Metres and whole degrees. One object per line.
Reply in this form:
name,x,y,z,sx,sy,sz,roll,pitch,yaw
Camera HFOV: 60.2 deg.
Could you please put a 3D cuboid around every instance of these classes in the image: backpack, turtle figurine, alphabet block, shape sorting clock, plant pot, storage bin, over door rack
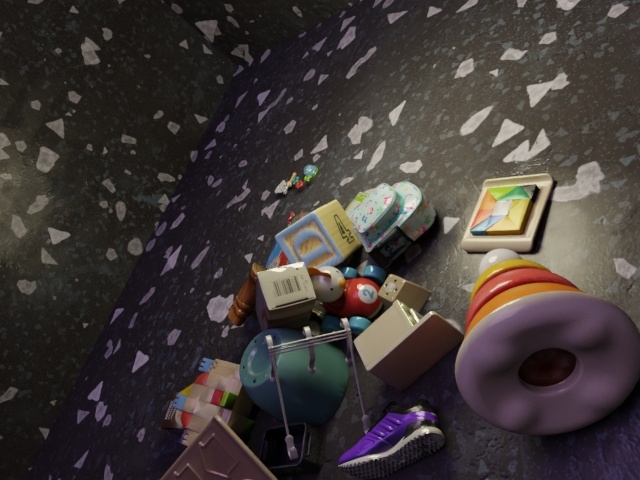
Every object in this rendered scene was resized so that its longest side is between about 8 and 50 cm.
backpack,0.229,-0.070,1.756,0.253,0.191,0.225,-38,27,8
turtle figurine,-0.045,-0.061,2.144,0.234,0.118,0.175,-22,44,30
alphabet block,0.000,0.000,1.890,0.192,0.193,0.197,-30,2,28
shape sorting clock,0.155,-0.105,1.998,0.206,0.040,0.206,-35,34,29
plant pot,-0.102,0.400,1.677,0.293,0.235,0.293,-31,39,30
plant pot,0.235,0.159,1.614,0.109,0.096,0.109,-57,35,-6
storage bin,-0.084,0.608,1.603,0.180,0.084,0.122,-23,43,36
over door rack,-0.008,0.394,1.494,0.108,0.240,0.324,125,133,-76

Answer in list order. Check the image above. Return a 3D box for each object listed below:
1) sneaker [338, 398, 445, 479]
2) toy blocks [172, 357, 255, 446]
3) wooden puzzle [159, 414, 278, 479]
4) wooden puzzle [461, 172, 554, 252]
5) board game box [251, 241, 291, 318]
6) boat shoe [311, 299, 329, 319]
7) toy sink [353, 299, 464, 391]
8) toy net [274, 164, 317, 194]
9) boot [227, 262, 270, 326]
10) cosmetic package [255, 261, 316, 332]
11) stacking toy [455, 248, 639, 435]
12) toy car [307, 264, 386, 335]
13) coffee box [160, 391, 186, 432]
sneaker,0.172,0.492,1.396,0.293,0.102,0.146,-32,35,21
toy blocks,-0.366,0.546,1.834,0.261,0.191,0.381,5,63,32
wooden puzzle,-0.279,0.725,1.602,0.322,0.080,0.348,42,105,15
wooden puzzle,0.515,-0.080,1.541,0.221,0.044,0.238,-1,59,50
board game box,-0.164,0.134,2.084,0.242,0.064,0.316,-24,40,63
boat shoe,-0.050,0.224,1.910,0.228,0.081,0.068,6,60,49
toy sink,0.233,0.261,1.475,0.234,0.153,0.131,-45,34,13
toy net,-0.110,-0.250,2.452,0.232,0.045,0.122,-30,42,33
boot,-0.244,0.188,1.879,0.220,0.109,0.283,-55,8,-4
cosmetic package,-0.115,0.198,1.726,0.153,0.296,0.129,-15,66,-13
stacking toy,0.448,0.149,1.238,0.351,0.350,0.480,-38,21,21
toy car,0.056,0.148,1.701,0.210,0.238,0.219,-6,56,41
coffee box,-0.461,0.635,2.016,0.247,0.098,0.141,-17,48,42
